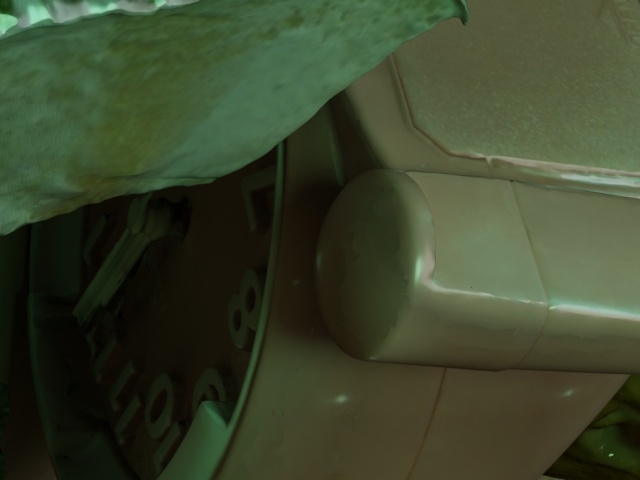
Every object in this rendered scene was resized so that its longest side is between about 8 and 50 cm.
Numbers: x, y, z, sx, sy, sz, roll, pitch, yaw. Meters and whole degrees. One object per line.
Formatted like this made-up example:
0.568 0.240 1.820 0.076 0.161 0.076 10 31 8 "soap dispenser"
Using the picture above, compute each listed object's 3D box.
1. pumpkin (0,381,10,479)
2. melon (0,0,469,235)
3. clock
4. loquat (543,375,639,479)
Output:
-0.117 0.065 0.522 0.074 0.054 0.083 51 42 -64 "pumpkin"
-0.072 -0.040 0.397 0.139 0.203 0.093 -48 136 -75 "melon"
0.000 0.000 0.565 0.142 0.241 0.227 8 50 -30 "clock"
0.158 -0.021 0.872 0.276 0.276 0.283 53 48 -56 "loquat"
